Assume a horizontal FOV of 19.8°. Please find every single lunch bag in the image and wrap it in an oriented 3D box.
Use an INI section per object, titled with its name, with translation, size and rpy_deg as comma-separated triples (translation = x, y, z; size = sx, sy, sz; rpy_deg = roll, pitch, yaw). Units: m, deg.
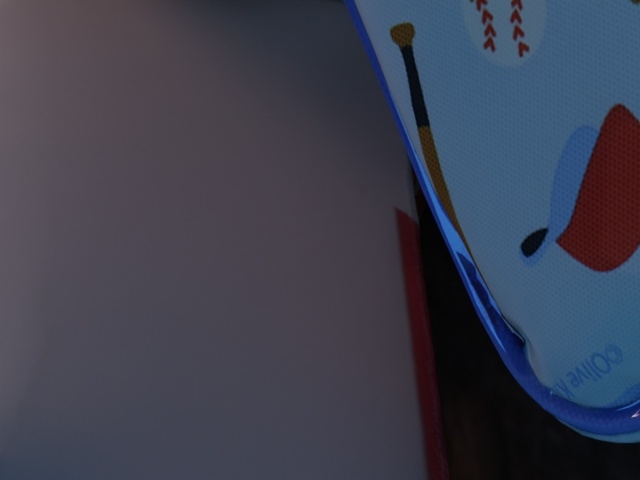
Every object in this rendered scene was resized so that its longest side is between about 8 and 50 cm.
[lunch bag]
translation = 0.098, -0.101, 0.309
size = 0.243, 0.115, 0.303
rpy_deg = 65, 149, 15

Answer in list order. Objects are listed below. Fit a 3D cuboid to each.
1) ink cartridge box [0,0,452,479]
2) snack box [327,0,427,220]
[ink cartridge box]
translation = -0.058, 0.108, 0.534
size = 0.226, 0.131, 0.306
rpy_deg = -96, 15, -51
[snack box]
translation = 0.000, 0.000, 0.623
size = 0.064, 0.022, 0.178
rpy_deg = 56, 146, 31
